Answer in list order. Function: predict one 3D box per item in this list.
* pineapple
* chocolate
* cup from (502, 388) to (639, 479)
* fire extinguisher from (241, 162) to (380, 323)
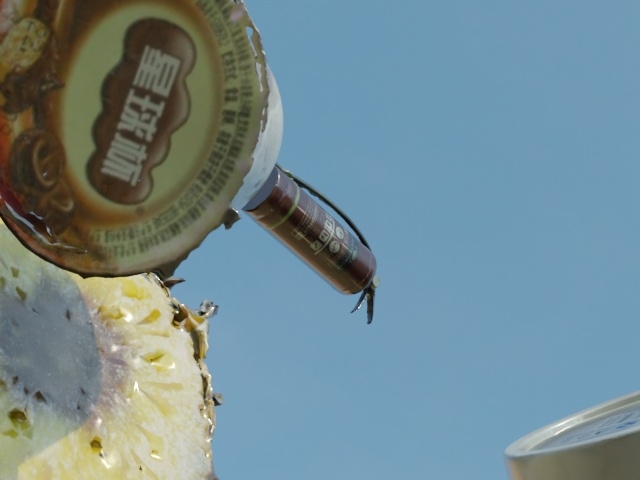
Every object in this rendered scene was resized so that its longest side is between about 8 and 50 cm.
[{"bbox_3d":[-0.260,0.120,0.923,0.300,0.352,0.352,-28,-65,38],"label":"pineapple"},{"bbox_3d":[-0.105,-0.074,0.823,0.221,0.147,0.221,-1,-94,17],"label":"chocolate"},{"bbox_3d":[0.211,0.168,0.595,0.241,0.185,0.226,-21,-95,9],"label":"cup"},{"bbox_3d":[0.000,0.000,1.025,0.043,0.064,0.158,-6,-35,40],"label":"fire extinguisher"}]
